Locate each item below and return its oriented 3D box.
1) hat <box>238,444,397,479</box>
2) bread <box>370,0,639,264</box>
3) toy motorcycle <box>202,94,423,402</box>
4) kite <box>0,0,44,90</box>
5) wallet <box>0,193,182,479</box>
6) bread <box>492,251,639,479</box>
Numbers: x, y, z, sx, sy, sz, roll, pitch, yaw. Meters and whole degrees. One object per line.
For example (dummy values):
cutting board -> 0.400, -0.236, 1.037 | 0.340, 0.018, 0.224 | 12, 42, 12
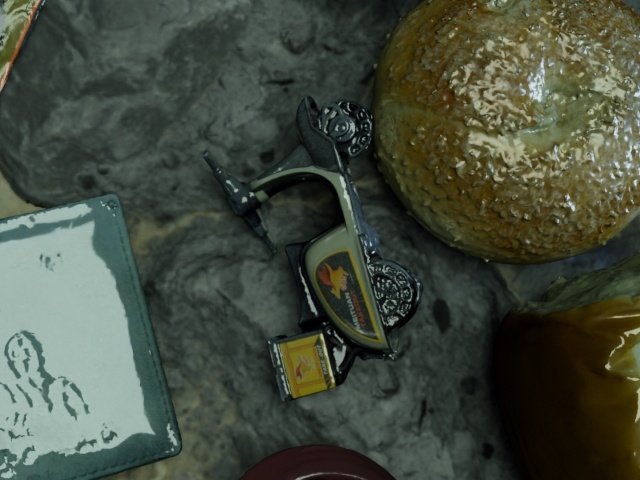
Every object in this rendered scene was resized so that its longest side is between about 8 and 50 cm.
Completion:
hat -> -0.003, 0.279, 1.187 | 0.205, 0.089, 0.205 | 1, 86, -15
bread -> 0.200, -0.120, 1.260 | 0.306, 0.159, 0.305 | 1, 86, -16
toy motorcycle -> 0.000, 0.000, 1.218 | 0.157, 0.091, 0.263 | -17, 85, 8
kite -> -0.410, -0.237, 1.210 | 0.378, 0.013, 0.327 | -19, 85, -13
wallet -> -0.285, 0.107, 1.167 | 0.290, 0.054, 0.251 | -13, 88, -20
bread -> 0.284, 0.150, 1.193 | 0.225, 0.250, 0.279 | -15, 87, -18
